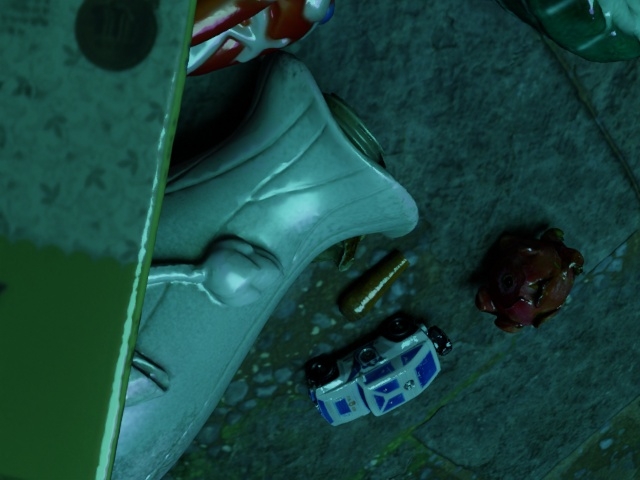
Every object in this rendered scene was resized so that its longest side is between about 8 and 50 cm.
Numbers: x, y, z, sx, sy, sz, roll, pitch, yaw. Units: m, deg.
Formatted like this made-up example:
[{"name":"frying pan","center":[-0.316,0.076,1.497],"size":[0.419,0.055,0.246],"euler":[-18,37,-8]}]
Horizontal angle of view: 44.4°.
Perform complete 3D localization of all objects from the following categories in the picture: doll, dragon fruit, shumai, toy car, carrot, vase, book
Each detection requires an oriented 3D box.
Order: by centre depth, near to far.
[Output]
[{"name":"book","center":[-0.210,-0.012,0.454],"size":[0.239,0.035,0.352],"euler":[12,94,7]},{"name":"doll","center":[-0.067,-0.156,0.537],"size":[0.384,0.188,0.099],"euler":[-32,107,6]},{"name":"vase","center":[-0.138,0.050,0.613],"size":[0.445,0.250,0.250],"euler":[-40,131,-5]},{"name":"shumai","center":[0.000,0.000,0.745],"size":[0.082,0.080,0.083],"euler":[-5,127,-21]},{"name":"carrot","center":[0.057,0.050,0.845],"size":[0.093,0.032,0.032],"euler":[-44,130,4]},{"name":"dragon fruit","center":[0.227,0.038,0.873],"size":[0.068,0.112,0.126],"euler":[35,104,-25]},{"name":"toy car","center":[0.070,0.151,0.894],"size":[0.171,0.070,0.080],"euler":[-27,130,-6]}]

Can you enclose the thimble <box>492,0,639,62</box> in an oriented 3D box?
[{"name":"thimble","center":[0.241,-0.292,0.603],"size":[0.254,0.167,0.288],"euler":[-11,128,-21]}]
